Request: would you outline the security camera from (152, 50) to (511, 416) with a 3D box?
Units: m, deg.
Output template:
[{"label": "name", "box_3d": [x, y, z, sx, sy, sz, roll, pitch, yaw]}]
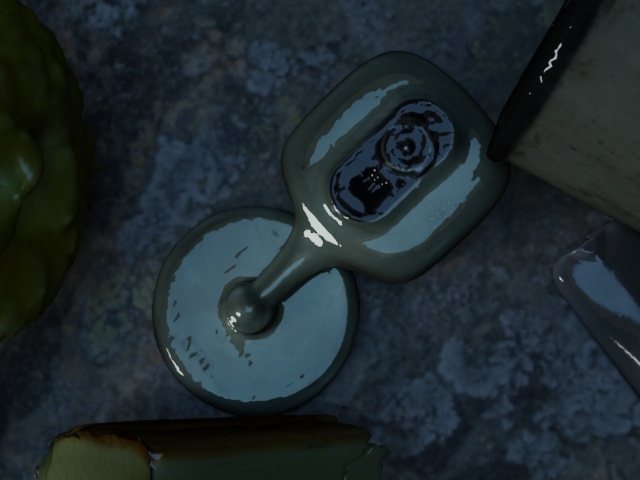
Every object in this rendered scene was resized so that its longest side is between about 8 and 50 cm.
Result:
[{"label": "security camera", "box_3d": [0.000, 0.000, 1.022, 0.301, 0.080, 0.157, -44, 82, 3]}]

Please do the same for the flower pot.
[{"label": "flower pot", "box_3d": [0.317, -0.104, 0.899, 0.330, 0.293, 0.293, 29, 88, 1]}]

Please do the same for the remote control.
[{"label": "remote control", "box_3d": [0.256, 0.090, 0.997, 0.073, 0.044, 0.229, -36, 82, 4]}]

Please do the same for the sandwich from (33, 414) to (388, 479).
[{"label": "sandwich", "box_3d": [-0.071, 0.204, 0.990, 0.198, 0.227, 0.155, 0, 87, -30]}]

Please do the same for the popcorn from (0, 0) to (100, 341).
[{"label": "popcorn", "box_3d": [-0.294, -0.040, 0.967, 0.282, 0.282, 0.247, 26, 49, 8]}]
